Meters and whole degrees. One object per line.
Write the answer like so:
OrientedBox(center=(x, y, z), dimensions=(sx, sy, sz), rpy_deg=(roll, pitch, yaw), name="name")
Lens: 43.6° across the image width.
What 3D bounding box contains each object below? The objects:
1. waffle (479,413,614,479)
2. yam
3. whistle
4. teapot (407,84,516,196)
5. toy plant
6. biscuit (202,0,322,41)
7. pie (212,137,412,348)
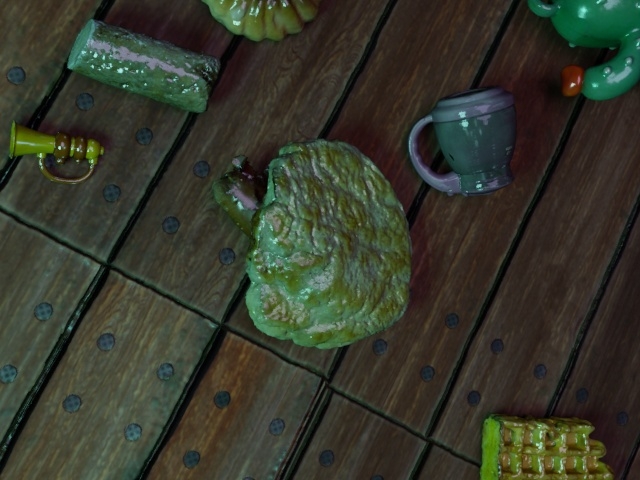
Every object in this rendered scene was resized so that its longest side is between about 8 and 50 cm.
OrientedBox(center=(0.334, 0.334, 1.159), dimensions=(0.210, 0.055, 0.161), rpy_deg=(5, 87, -18), name="waffle")
OrientedBox(center=(-0.216, -0.216, 0.986), dimensions=(0.179, 0.078, 0.078), rpy_deg=(17, 82, -16), name="yam")
OrientedBox(center=(-0.318, -0.105, 0.963), dimensions=(0.109, 0.046, 0.057), rpy_deg=(11, 70, -24), name="whistle")
OrientedBox(center=(0.207, -0.131, 1.109), dimensions=(0.148, 0.116, 0.146), rpy_deg=(-20, 104, -23), name="teapot")
OrientedBox(center=(0.498, -0.323, 1.183), dimensions=(0.399, 0.185, 0.280), rpy_deg=(12, 93, -9), name="toy plant")
OrientedBox(center=(-0.066, -0.323, 1.049), dimensions=(0.183, 0.061, 0.118), rpy_deg=(-13, 93, -20), name="biscuit")
OrientedBox(center=(0.008, 0.000, 1.040), dimensions=(0.257, 0.105, 0.275), rpy_deg=(-18, 94, -28), name="pie")
